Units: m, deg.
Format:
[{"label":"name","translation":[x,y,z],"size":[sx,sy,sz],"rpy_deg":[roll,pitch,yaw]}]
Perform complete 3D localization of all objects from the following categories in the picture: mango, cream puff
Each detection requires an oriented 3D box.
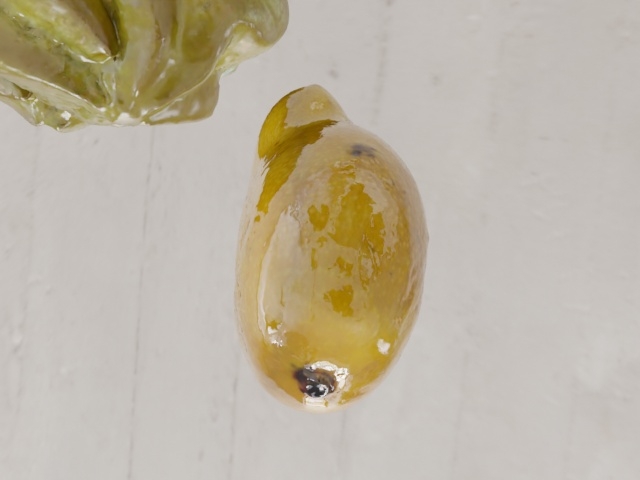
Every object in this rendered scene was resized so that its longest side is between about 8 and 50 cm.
[{"label":"mango","translation":[0.005,0.001,0.907],"size":[0.109,0.262,0.157],"rpy_deg":[9,123,-5]},{"label":"cream puff","translation":[-0.210,-0.197,1.189],"size":[0.323,0.270,0.274],"rpy_deg":[32,135,-15]}]
